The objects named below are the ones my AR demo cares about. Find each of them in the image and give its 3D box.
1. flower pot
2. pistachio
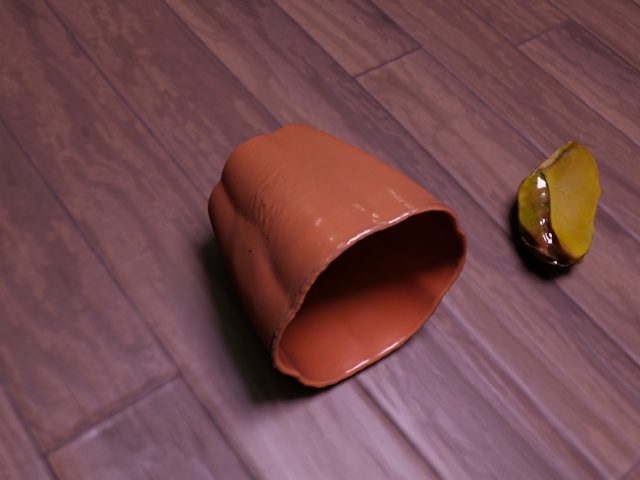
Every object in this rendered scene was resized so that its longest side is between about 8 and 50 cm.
[{"bbox_3d":[0.000,0.000,0.568,0.191,0.190,0.173,-23,50,-24],"label":"flower pot"},{"bbox_3d":[0.245,-0.040,0.705,0.089,0.049,0.173,37,53,-12],"label":"pistachio"}]
